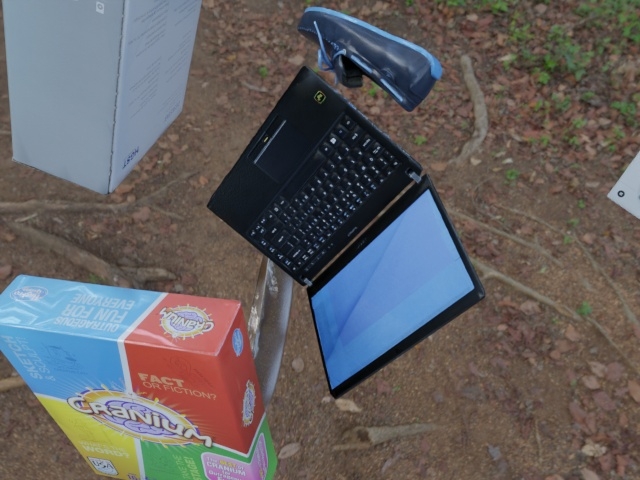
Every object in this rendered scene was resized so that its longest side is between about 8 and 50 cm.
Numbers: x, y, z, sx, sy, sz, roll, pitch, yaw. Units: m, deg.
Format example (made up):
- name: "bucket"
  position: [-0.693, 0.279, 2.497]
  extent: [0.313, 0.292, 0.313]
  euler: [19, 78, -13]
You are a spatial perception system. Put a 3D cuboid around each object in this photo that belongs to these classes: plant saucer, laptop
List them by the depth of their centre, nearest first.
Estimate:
- name: "laptop"
  position: [0.000, 0.000, 0.538]
  extent: [0.264, 0.234, 0.137]
  euler: [40, 35, -6]
- name: "plant saucer"
  position: [-0.089, 0.144, 0.790]
  extent: [0.050, 0.311, 0.311]
  euler: [11, 53, -7]

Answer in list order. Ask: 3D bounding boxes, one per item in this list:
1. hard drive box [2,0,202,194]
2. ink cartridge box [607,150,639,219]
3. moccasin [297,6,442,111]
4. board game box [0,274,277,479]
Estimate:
- name: "hard drive box"
  position: [-0.170, -0.187, 0.418]
  extent: [0.089, 0.232, 0.181]
  euler: [20, 39, -6]
- name: "ink cartridge box"
  position: [0.678, -0.105, 0.886]
  extent: [0.045, 0.223, 0.224]
  euler: [-16, 48, -34]
- name: "moccasin"
  position: [0.064, -0.351, 0.946]
  extent: [0.137, 0.117, 0.342]
  euler: [10, 23, -50]
- name: "board game box"
  position: [-0.187, 0.183, 0.558]
  extent: [0.242, 0.317, 0.064]
  euler: [5, 41, 11]
